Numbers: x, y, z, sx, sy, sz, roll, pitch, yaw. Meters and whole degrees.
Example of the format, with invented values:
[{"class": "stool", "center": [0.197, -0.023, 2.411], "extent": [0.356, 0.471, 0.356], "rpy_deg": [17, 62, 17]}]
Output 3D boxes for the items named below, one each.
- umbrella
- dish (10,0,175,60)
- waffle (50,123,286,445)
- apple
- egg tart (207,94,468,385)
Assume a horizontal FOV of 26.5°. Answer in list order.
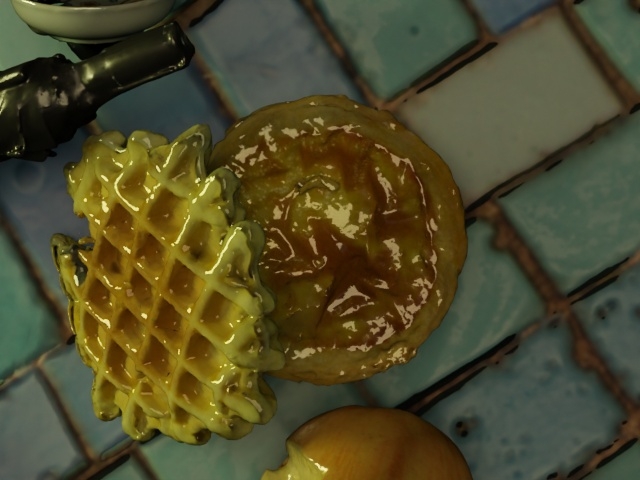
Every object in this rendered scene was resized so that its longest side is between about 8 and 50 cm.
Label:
[{"class": "umbrella", "center": [-0.253, -0.101, 1.085], "extent": [0.340, 0.118, 0.118], "rpy_deg": [-18, 88, 22]}, {"class": "dish", "center": [-0.187, -0.180, 1.129], "extent": [0.141, 0.141, 0.078], "rpy_deg": [3, 119, 2]}, {"class": "waffle", "center": [-0.127, 0.037, 1.069], "extent": [0.250, 0.056, 0.261], "rpy_deg": [-14, 91, 46]}, {"class": "apple", "center": [0.034, 0.222, 1.078], "extent": [0.199, 0.199, 0.199], "rpy_deg": [0, 88, 2]}, {"class": "egg tart", "center": [0.000, 0.000, 1.115], "extent": [0.241, 0.106, 0.241], "rpy_deg": [0, 86, -1]}]
